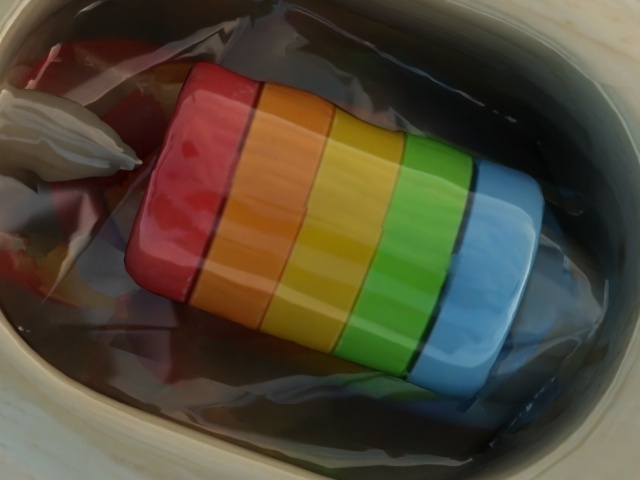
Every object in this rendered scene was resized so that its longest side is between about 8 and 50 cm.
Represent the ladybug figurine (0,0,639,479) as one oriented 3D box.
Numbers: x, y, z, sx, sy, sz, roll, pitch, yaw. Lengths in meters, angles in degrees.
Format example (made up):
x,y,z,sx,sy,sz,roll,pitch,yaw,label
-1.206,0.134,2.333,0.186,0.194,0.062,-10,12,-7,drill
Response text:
x,y,z,sx,sy,sz,roll,pitch,yaw,label
0.000,0.000,0.710,0.449,0.162,0.305,24,81,-5,ladybug figurine
